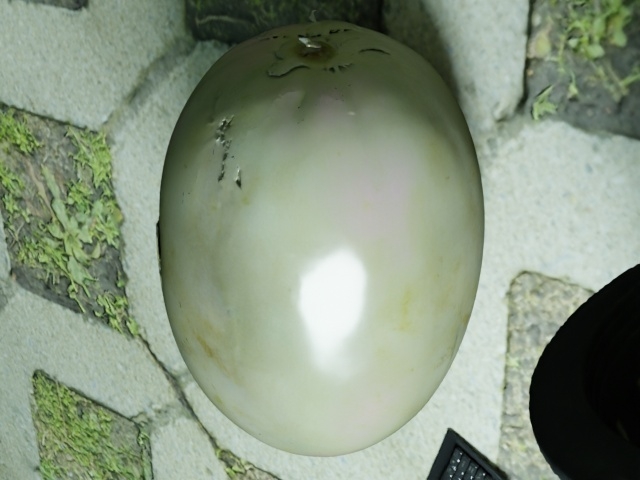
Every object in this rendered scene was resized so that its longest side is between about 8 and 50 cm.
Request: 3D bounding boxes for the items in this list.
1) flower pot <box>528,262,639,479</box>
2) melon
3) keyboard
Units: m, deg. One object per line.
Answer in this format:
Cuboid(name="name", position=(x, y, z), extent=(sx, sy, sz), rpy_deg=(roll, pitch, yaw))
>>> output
Cuboid(name="flower pot", position=(0.296, 0.175, 0.658), extent=(0.294, 0.293, 0.330), rpy_deg=(-2, 118, 47))
Cuboid(name="melon", position=(0.000, 0.000, 0.896), extent=(0.223, 0.223, 0.317), rpy_deg=(24, 130, 34))
Cuboid(name="keyboard", position=(0.107, 0.243, 1.108), extent=(0.074, 0.015, 0.196), rpy_deg=(39, 137, 22))
